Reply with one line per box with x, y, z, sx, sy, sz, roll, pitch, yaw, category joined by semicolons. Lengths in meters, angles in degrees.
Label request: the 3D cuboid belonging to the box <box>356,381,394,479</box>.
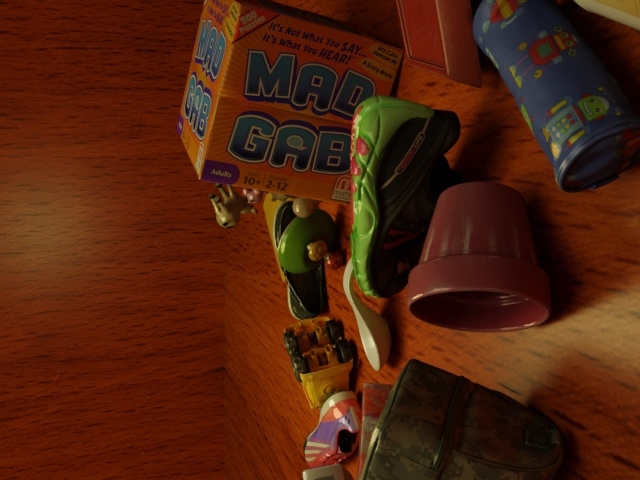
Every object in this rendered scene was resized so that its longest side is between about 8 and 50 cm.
0.144;0.432;1.263;0.142;0.154;0.299;-73;-13;-76;box

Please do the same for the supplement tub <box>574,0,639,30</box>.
0.351;-0.276;0.671;0.199;0.144;0.144;-120;34;-53;supplement tub

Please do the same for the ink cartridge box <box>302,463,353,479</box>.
0.052;0.667;1.486;0.385;0.091;0.308;74;-176;-65;ink cartridge box

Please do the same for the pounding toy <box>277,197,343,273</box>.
0.000;0.000;1.719;0.110;0.183;0.236;35;125;35;pounding toy

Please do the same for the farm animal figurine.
-0.168;-0.171;1.973;0.172;0.330;0.326;65;175;-37;farm animal figurine

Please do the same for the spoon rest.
0.099;0.150;1.474;0.137;0.084;0.276;-133;35;-71;spoon rest

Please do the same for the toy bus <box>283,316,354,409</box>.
0.002;0.334;1.765;0.220;0.150;0.211;-121;19;-58;toy bus

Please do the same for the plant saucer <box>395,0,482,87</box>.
0.178;-0.390;1.137;0.258;0.048;0.259;-121;15;-66;plant saucer

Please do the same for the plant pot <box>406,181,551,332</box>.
0.232;0.022;0.998;0.201;0.201;0.180;133;147;-64;plant pot

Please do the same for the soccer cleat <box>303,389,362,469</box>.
0.035;0.511;1.715;0.116;0.109;0.318;-116;33;-42;soccer cleat

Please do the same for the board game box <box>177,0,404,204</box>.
-0.090;-0.329;1.531;0.356;0.357;0.356;-126;49;-58;board game box

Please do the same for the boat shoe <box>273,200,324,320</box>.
-0.051;0.056;1.878;0.113;0.127;0.339;176;90;-71;boat shoe

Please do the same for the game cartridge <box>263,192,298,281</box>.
-0.104;-0.078;2.145;0.285;0.053;0.323;112;147;-49;game cartridge

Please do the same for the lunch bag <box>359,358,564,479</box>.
0.199;0.366;1.024;0.212;0.256;0.305;-46;-29;-58;lunch bag

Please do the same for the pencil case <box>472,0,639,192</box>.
0.298;-0.200;0.866;0.133;0.119;0.306;53;-163;-53;pencil case

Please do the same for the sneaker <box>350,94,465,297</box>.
0.154;-0.044;1.202;0.482;0.202;0.185;85;-174;-56;sneaker
